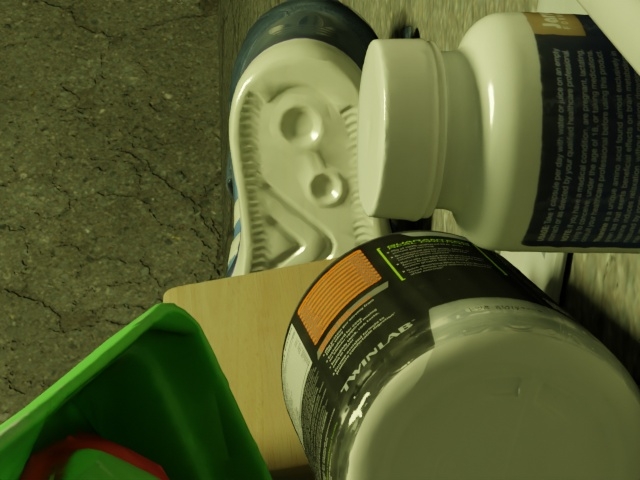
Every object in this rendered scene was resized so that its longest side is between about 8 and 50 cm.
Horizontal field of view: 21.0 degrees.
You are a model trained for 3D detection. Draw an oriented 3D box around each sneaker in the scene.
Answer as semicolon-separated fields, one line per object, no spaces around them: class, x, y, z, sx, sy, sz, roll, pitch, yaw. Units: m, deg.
sneaker;-0.001;0.000;1.149;0.236;0.130;0.323;-79;-12;-72

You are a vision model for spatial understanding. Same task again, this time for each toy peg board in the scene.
toy peg board;0.000;0.092;0.963;0.161;0.160;0.079;-97;-4;-52

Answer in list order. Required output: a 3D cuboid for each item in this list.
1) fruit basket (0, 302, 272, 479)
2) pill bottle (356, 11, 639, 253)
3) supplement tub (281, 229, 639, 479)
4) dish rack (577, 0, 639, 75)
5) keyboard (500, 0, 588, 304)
fruit basket;-0.024;0.221;0.747;0.283;0.392;0.392;-42;-41;-63
pill bottle;0.073;-0.030;0.482;0.067;0.120;0.067;-179;90;-83
supplement tub;0.048;0.062;0.671;0.190;0.117;0.117;-122;34;-76
dish rack;0.115;-0.173;0.375;0.333;0.072;0.286;-103;17;-64
keyboard;0.097;-0.013;0.746;0.072;0.014;0.256;-111;22;-58
